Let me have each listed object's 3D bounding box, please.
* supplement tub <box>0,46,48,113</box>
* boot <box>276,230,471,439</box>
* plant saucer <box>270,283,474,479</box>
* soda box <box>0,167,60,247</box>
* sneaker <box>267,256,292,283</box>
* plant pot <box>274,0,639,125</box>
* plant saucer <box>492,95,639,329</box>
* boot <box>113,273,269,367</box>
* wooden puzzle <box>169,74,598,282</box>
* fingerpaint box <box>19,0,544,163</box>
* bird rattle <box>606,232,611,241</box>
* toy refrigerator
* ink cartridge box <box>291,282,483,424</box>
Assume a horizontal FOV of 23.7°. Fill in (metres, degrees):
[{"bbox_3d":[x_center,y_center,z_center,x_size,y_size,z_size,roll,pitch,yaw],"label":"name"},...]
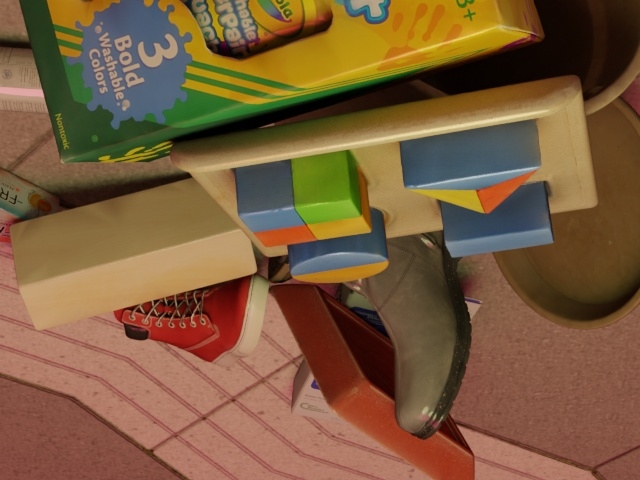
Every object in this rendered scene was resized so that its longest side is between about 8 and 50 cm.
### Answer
[{"bbox_3d":[-0.326,-0.174,1.655,0.107,0.071,0.071,5,140,-2],"label":"supplement tub"},{"bbox_3d":[0.049,0.046,1.701,0.223,0.338,0.118,16,148,-20],"label":"boot"},{"bbox_3d":[0.073,0.169,1.828,0.048,0.259,0.258,-46,125,10],"label":"plant saucer"},{"bbox_3d":[-0.403,-0.053,1.809,0.183,0.063,0.058,28,133,-27],"label":"soda box"},{"bbox_3d":[0.000,0.000,1.846,0.071,0.066,0.188,19,138,-20],"label":"sneaker"},{"bbox_3d":[0.099,-0.182,1.465,0.334,0.333,0.305,14,150,-13],"label":"plant pot"},{"bbox_3d":[0.279,-0.042,1.653,0.041,0.277,0.278,-9,150,-36],"label":"plant saucer"},{"bbox_3d":[-0.167,0.088,1.916,0.176,0.088,0.244,17,156,-13],"label":"boot"},{"bbox_3d":[0.073,-0.035,1.303,0.322,0.080,0.348,-9,166,10],"label":"wooden puzzle"},{"bbox_3d":[-0.069,-0.319,1.190,0.371,0.444,0.163,-15,179,20],"label":"fingerpaint box"},{"bbox_3d":[0.376,-0.012,1.770,0.207,0.143,0.253,-22,139,4],"label":"bird rattle"},{"bbox_3d":[-0.218,0.013,1.793,0.270,0.102,0.094,-15,139,-5],"label":"toy refrigerator"},{"bbox_3d":[0.082,0.135,2.004,0.165,0.065,0.332,13,140,-11],"label":"ink cartridge box"}]
